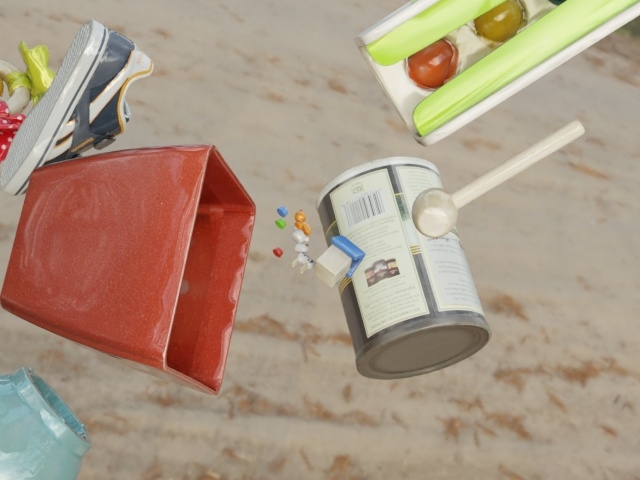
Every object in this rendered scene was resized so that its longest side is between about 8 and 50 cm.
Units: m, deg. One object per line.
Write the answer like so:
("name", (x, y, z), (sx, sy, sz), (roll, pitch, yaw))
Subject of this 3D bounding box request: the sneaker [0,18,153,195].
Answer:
("sneaker", (-0.374, -0.179, 1.674), (0.127, 0.321, 0.126), (23, 30, -32))

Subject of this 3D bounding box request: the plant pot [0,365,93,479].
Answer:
("plant pot", (-0.494, 0.326, 1.746), (0.293, 0.196, 0.293), (48, -8, 9))

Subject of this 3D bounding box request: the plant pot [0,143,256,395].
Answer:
("plant pot", (-0.242, 0.029, 1.368), (0.235, 0.267, 0.267), (9, -14, 10))

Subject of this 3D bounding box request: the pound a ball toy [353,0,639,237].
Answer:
("pound a ball toy", (0.181, -0.172, 1.074), (0.208, 0.319, 0.136), (57, 4, -9))

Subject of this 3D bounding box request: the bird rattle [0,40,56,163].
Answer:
("bird rattle", (-0.633, -0.271, 2.112), (0.207, 0.143, 0.253), (25, 58, 5))

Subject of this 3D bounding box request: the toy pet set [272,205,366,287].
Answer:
("toy pet set", (0.000, 0.000, 1.482), (0.114, 0.122, 0.065), (38, 63, 14))

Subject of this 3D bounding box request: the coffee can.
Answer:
("coffee can", (0.120, 0.043, 1.623), (0.201, 0.201, 0.275), (3, 60, -32))
